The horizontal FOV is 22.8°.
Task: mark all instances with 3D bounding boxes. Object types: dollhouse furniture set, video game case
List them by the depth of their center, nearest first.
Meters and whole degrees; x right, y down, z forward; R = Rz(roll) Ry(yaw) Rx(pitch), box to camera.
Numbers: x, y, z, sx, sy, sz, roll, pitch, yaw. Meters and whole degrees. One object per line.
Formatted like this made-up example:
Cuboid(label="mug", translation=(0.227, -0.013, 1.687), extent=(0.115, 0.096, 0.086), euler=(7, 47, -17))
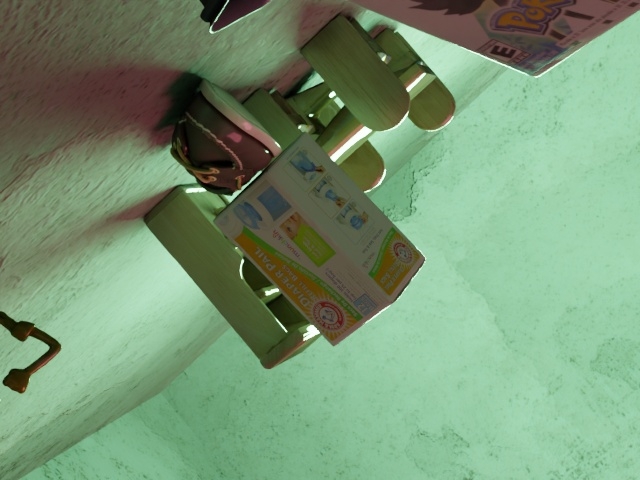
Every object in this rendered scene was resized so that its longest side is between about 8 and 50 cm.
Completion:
Cuboid(label="video game case", translation=(0.140, -0.249, 1.260), extent=(0.329, 0.300, 0.036), euler=(-32, -136, 59))
Cuboid(label="dollhouse furniture set", translation=(0.013, -0.062, 2.048), extent=(0.394, 0.256, 0.362), euler=(-41, 174, 12))

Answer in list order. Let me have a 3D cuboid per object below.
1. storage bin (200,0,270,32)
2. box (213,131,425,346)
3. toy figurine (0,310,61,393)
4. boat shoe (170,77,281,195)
Cuboid(label="storage bin", translation=(-0.064, -0.227, 1.138), extent=(0.098, 0.091, 0.135), euler=(-36, 172, -38))
Cuboid(label="box", translation=(0.000, 0.000, 1.792), extent=(0.114, 0.203, 0.103), euler=(-41, -175, 40))
Cuboid(label="toy figurine", translation=(-0.391, 0.116, 1.227), extent=(0.362, 0.191, 0.217), euler=(-40, 169, -11))
Cuboid(label="boat shoe", translation=(-0.108, -0.101, 1.715), extent=(0.091, 0.109, 0.305), euler=(-45, 178, -2))
